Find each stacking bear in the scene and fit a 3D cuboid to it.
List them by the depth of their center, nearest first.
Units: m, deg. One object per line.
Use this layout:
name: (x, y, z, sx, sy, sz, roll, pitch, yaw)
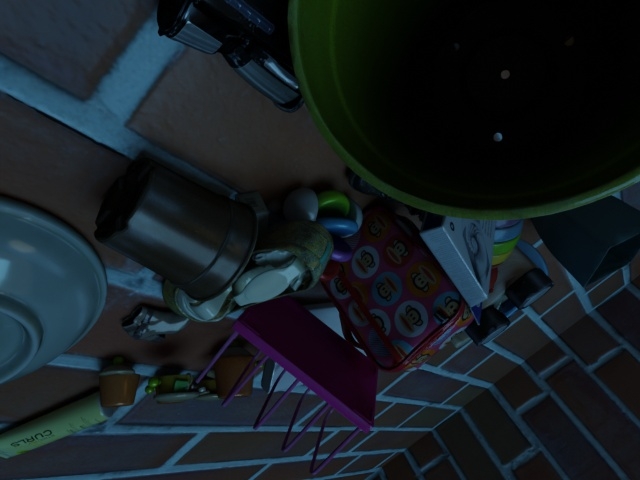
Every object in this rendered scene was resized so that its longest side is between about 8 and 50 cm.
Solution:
stacking bear: (0.360, -0.001, 0.953, 0.164, 0.175, 0.289, -45, 143, -44)

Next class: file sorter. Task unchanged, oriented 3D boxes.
file sorter: (-0.060, 0.264, 0.824, 0.182, 0.291, 0.202, -52, 180, 17)

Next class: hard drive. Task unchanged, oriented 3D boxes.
hard drive: (0.010, 0.250, 1.044, 0.307, 0.040, 0.203, 1, 107, -40)

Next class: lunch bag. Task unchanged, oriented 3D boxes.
lunch bag: (0.131, 0.105, 0.842, 0.120, 0.293, 0.258, 18, 119, -49)

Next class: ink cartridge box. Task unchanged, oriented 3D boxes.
ink cartridge box: (0.258, -0.010, 0.727, 0.045, 0.223, 0.224, -16, 124, 38)

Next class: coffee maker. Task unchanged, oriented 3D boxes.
coffee maker: (-0.067, -0.262, 0.476, 0.178, 0.120, 0.171, 21, 93, -47)

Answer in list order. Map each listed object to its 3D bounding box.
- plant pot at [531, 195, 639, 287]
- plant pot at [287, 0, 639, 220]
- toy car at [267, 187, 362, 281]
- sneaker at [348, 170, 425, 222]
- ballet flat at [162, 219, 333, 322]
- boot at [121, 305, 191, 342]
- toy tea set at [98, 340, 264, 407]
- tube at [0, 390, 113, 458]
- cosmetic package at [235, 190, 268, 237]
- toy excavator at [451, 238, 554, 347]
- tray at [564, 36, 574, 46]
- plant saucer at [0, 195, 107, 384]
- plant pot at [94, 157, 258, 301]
plant pot: (0.694, -0.035, 1.122, 0.166, 0.234, 0.165, -24, 140, -13)
plant pot: (0.208, -0.225, 0.484, 0.366, 0.366, 0.353, -52, 167, 23)
toy car: (0.000, 0.000, 0.762, 0.159, 0.136, 0.182, 10, 125, -40)
sneaker: (0.164, -0.093, 0.786, 0.227, 0.130, 0.087, 6, 126, -36)
ballet flat: (-0.139, 0.071, 0.682, 0.348, 0.123, 0.123, -23, 146, 21)
boot: (-0.303, 0.146, 0.790, 0.118, 0.042, 0.087, -40, 134, -1)
toy tea set: (-0.291, 0.282, 0.914, 0.200, 0.124, 0.336, -19, 155, 33)
tube: (-0.549, 0.382, 0.859, 0.240, 0.062, 0.070, -21, 100, -7)
cosmetic package: (-0.118, -0.020, 0.723, 0.041, 0.060, 0.115, -12, 136, -21)
toy excavator: (0.486, 0.182, 1.256, 0.445, 0.222, 0.433, 9, 127, -51)
tray: (0.622, -0.405, 0.812, 0.411, 0.076, 0.203, -42, 141, 12)
plant saucer: (-0.504, 0.113, 0.568, 0.400, 0.100, 0.400, -18, 139, -17)
plant pot: (-0.205, -0.020, 0.595, 0.167, 0.167, 0.165, -43, 132, 13)
